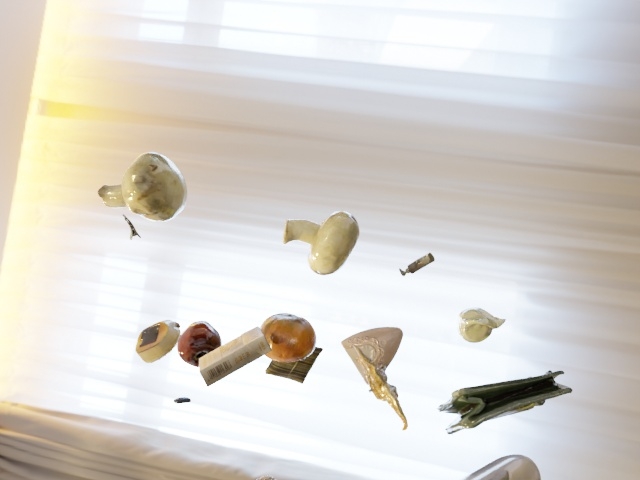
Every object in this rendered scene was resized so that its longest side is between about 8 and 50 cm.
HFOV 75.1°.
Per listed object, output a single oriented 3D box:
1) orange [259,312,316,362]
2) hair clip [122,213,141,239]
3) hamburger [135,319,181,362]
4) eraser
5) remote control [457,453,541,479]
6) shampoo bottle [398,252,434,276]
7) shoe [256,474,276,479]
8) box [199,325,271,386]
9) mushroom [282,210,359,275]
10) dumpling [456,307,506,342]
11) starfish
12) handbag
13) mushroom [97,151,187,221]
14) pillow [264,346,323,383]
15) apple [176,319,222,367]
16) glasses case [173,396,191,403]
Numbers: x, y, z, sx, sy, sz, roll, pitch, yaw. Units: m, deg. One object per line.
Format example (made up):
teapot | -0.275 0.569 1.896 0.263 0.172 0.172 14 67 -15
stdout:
orange | -0.132 0.368 1.604 0.240 0.239 0.172 0 -87 -83
hair clip | -0.740 -0.049 1.614 0.039 0.030 0.115 -39 -44 -29
hamburger | -0.688 0.427 1.777 0.116 0.210 0.173 46 -155 -42
eraser | 0.229 0.430 1.689 0.204 0.243 0.059 55 -178 19
remote control | 0.255 0.472 0.697 0.103 0.331 0.221 37 122 50
shampoo bottle | 0.521 0.135 2.272 0.057 0.207 0.064 -12 -110 -54
shoe | -0.215 1.120 1.851 0.089 0.180 0.093 -33 -64 -55
box | -0.288 0.383 1.400 0.067 0.233 0.149 65 165 -10
mushroom | 0.029 0.018 1.876 0.355 0.315 0.316 -13 -61 -36
dumpling | 0.465 0.244 1.200 0.169 0.133 0.100 73 -165 -49
starfish | 0.191 0.475 1.445 0.084 0.302 0.293 -40 -7 1
handbag | 0.416 0.374 0.970 0.248 0.259 0.079 80 174 -61
mushroom | -0.757 -0.218 1.776 0.314 0.335 0.315 -4 -90 -81
pillow | -0.119 0.550 1.906 0.212 0.208 0.052 -61 23 11
apple | -0.609 0.529 2.125 0.234 0.233 0.234 8 -90 -84
glasses case | -0.596 0.687 1.796 0.083 0.033 0.023 32 -114 -59
